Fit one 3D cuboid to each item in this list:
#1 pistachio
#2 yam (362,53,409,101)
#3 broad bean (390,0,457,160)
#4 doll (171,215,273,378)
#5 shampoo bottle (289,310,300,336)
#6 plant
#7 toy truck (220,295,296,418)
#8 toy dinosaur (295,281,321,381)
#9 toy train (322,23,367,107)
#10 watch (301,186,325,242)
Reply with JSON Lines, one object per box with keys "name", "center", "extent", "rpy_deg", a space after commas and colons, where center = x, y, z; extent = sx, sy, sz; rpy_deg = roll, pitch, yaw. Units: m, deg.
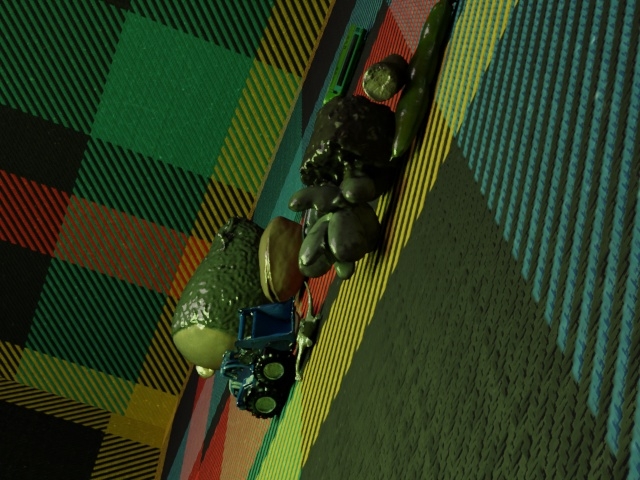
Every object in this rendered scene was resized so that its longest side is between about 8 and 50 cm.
{"name": "pistachio", "center": [-0.075, 0.041, 1.927], "extent": [0.126, 0.108, 0.186], "rpy_deg": [40, -133, -59]}
{"name": "yam", "center": [0.107, -0.259, 1.506], "extent": [0.253, 0.061, 0.061], "rpy_deg": [-57, -10, -73]}
{"name": "broad bean", "center": [0.150, -0.246, 1.418], "extent": [0.060, 0.043, 0.298], "rpy_deg": [-28, 41, 64]}
{"name": "doll", "center": [-0.179, 0.121, 2.052], "extent": [0.247, 0.247, 0.350], "rpy_deg": [123, 161, -55]}
{"name": "shampoo bottle", "center": [-0.081, 0.197, 1.862], "extent": [0.165, 0.040, 0.080], "rpy_deg": [123, 162, -58]}
{"name": "plant", "center": [0.035, -0.077, 1.417], "extent": [0.146, 0.149, 0.275], "rpy_deg": [130, 155, -66]}
{"name": "toy truck", "center": [-0.107, 0.203, 1.703], "extent": [0.113, 0.126, 0.208], "rpy_deg": [-93, 20, -64]}
{"name": "toy dinosaur", "center": [-0.023, 0.150, 1.632], "extent": [0.058, 0.037, 0.180], "rpy_deg": [137, 151, -61]}
{"name": "toy train", "center": [0.061, -0.412, 2.289], "extent": [0.044, 0.042, 0.209], "rpy_deg": [-8, -62, -74]}
{"name": "watch", "center": [0.022, -0.067, 1.738], "extent": [0.193, 0.068, 0.206], "rpy_deg": [158, 128, -74]}
